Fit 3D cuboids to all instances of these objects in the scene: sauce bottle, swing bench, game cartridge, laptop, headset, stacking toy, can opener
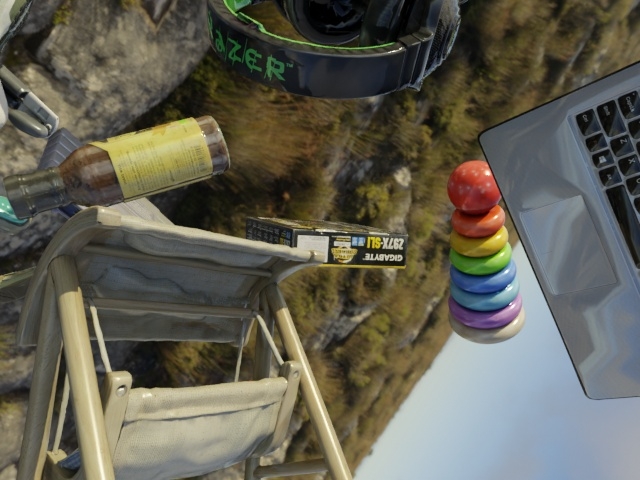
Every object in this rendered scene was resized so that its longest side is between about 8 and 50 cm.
[{"bbox_3d":[-0.328,-0.118,0.894,0.344,0.111,0.111,-19,149,-21],"label":"sauce bottle"},{"bbox_3d":[-0.119,0.125,0.495,0.165,0.254,0.253,-24,155,37],"label":"swing bench"},{"bbox_3d":[-0.459,-0.065,1.192,0.068,0.230,0.355,-35,128,8],"label":"game cartridge"},{"bbox_3d":[0.358,0.014,0.493,0.408,0.382,0.236,-21,-176,41],"label":"laptop"},{"bbox_3d":[0.058,-0.291,0.601,0.394,0.243,0.185,-34,150,-35],"label":"headset"},{"bbox_3d":[0.283,0.018,0.948,0.141,0.141,0.330,-41,130,-39],"label":"stacking toy"},{"bbox_3d":[-0.800,-0.374,1.393,0.076,0.283,0.095,-46,-177,19],"label":"can opener"}]

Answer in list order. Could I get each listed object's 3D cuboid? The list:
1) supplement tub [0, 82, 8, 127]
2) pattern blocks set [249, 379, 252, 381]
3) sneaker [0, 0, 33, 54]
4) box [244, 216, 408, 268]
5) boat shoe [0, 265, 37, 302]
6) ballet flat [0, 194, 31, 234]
[{"bbox_3d":[-0.735,-0.255,0.909,0.316,0.228,0.228,-20,153,-12],"label":"supplement tub"},{"bbox_3d":[-0.216,0.436,1.346,0.285,0.026,0.325,-60,-178,-33],"label":"pattern blocks set"},{"bbox_3d":[-0.842,-0.491,1.259,0.158,0.182,0.410,1,-120,62],"label":"sneaker"},{"bbox_3d":[0.000,0.000,1.193,0.257,0.322,0.079,1,96,-25],"label":"box"},{"bbox_3d":[-0.521,0.068,0.988,0.153,0.048,0.056,-19,140,-2],"label":"boat shoe"},{"bbox_3d":[-0.635,-0.075,0.976,0.068,0.213,0.072,-27,-140,35],"label":"ballet flat"}]
